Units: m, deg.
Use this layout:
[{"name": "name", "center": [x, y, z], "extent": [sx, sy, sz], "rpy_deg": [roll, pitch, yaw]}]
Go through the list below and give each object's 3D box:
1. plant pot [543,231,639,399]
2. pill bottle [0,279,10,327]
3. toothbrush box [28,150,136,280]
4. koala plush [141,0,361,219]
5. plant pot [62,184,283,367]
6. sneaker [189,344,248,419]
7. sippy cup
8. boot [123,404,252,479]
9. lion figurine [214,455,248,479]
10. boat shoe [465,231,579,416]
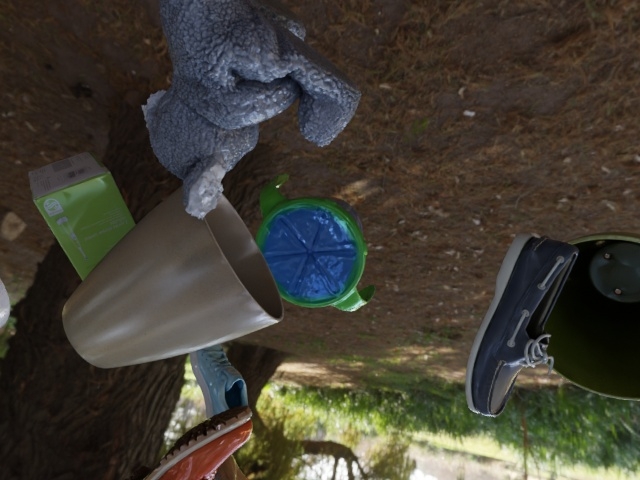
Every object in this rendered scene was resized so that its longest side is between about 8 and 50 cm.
[{"name": "plant pot", "center": [0.553, 0.093, 0.776], "extent": [0.274, 0.275, 0.293], "rpy_deg": [-9, -173, 42]}, {"name": "pill bottle", "center": [-0.319, 0.084, 0.248], "extent": [0.124, 0.222, 0.125], "rpy_deg": [5, 116, 10]}, {"name": "toothbrush box", "center": [-0.409, -0.002, 0.787], "extent": [0.206, 0.122, 0.284], "rpy_deg": [30, 140, 50]}, {"name": "koala plush", "center": [-0.115, -0.153, 0.462], "extent": [0.221, 0.196, 0.203], "rpy_deg": [-45, 154, 27]}, {"name": "plant pot", "center": [-0.239, 0.075, 0.654], "extent": [0.273, 0.257, 0.256], "rpy_deg": [-29, 148, 2]}, {"name": "sneaker", "center": [-0.301, 0.438, 1.335], "extent": [0.150, 0.366, 0.135], "rpy_deg": [-40, 151, 24]}, {"name": "sippy cup", "center": [0.000, 0.000, 0.944], "extent": [0.239, 0.306, 0.224], "rpy_deg": [0, -165, 14]}, {"name": "boot", "center": [-0.110, 0.214, 0.362], "extent": [0.085, 0.157, 0.059], "rpy_deg": [51, 177, 6]}, {"name": "lion figurine", "center": [-0.186, 0.543, 0.874], "extent": [0.142, 0.240, 0.393], "rpy_deg": [-15, 113, -7]}, {"name": "boat shoe", "center": [0.264, 0.119, 0.547], "extent": [0.079, 0.255, 0.095], "rpy_deg": [20, -176, 44]}]
